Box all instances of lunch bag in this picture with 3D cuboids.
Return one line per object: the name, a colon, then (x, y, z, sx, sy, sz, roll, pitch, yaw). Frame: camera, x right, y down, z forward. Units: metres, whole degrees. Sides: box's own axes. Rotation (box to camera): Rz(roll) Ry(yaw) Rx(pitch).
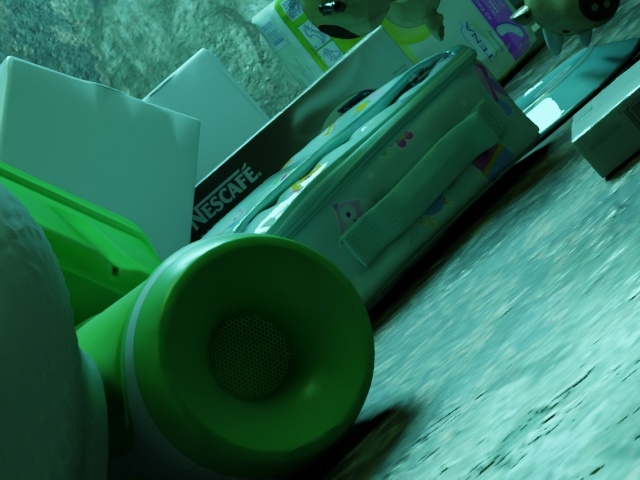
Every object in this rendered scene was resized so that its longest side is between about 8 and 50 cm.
lunch bag: (0.018, -0.019, 1.389, 0.279, 0.108, 0.224, -45, 5, -31)

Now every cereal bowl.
cereal bowl: (-0.195, 0.123, 0.962, 0.339, 0.141, 0.339, -168, 90, -68)

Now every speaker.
speaker: (-0.073, 0.079, 1.056, 0.131, 0.131, 0.296, -42, 4, -22)

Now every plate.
plate: (0.167, -0.101, 1.522, 0.188, 0.024, 0.188, -41, 3, 3)

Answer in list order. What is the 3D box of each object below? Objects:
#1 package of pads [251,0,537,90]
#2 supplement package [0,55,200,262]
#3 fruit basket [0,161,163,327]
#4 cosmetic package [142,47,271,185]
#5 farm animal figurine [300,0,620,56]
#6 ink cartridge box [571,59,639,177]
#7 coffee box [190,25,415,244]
package of pads: (0.087, -0.220, 2.131, 0.101, 0.229, 0.296, -33, 7, 44)
supplement package: (-0.220, 0.036, 1.581, 0.175, 0.178, 0.293, -36, 43, 51)
fruit basket: (-0.313, 0.056, 1.303, 0.392, 0.392, 0.283, 161, 132, -80)
cosmetic package: (-0.077, -0.064, 1.909, 0.117, 0.231, 0.085, -40, 4, 3)
farm animal figurine: (0.139, -0.226, 1.448, 0.330, 0.172, 0.326, -5, 33, -5)
ink cartridge box: (0.172, -0.072, 1.106, 0.063, 0.029, 0.115, -40, 3, 12)
coffee box: (0.001, -0.052, 1.698, 0.246, 0.141, 0.098, -40, 4, 2)
